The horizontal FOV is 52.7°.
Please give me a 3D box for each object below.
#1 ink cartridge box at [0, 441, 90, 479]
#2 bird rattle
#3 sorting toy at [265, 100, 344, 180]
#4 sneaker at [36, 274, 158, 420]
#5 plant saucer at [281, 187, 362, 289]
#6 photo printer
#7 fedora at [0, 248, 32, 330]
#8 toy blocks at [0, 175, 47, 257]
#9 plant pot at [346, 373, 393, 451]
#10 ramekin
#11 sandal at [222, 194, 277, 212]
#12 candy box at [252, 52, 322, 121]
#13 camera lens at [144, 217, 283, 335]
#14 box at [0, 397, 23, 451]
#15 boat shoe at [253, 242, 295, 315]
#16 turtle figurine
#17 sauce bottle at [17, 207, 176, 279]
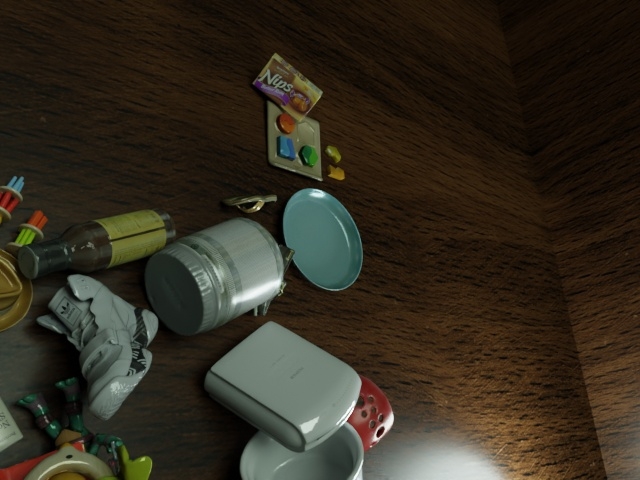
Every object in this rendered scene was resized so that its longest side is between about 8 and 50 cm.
[{"bbox_3d":[-0.520,0.509,0.991,0.385,0.091,0.308,-14,66,-29],"label":"ink cartridge box"},{"bbox_3d":[-0.399,0.449,1.057,0.207,0.143,0.253,34,52,3],"label":"bird rattle"},{"bbox_3d":[-0.040,-0.300,2.023,0.307,0.041,0.229,14,62,-41],"label":"sorting toy"},{"bbox_3d":[-0.438,0.191,1.236,0.210,0.137,0.366,37,9,-16],"label":"sneaker"},{"bbox_3d":[0.000,0.000,1.919,0.318,0.044,0.317,22,56,-37],"label":"plant saucer"},{"bbox_3d":[-0.075,0.340,1.509,0.307,0.107,0.256,27,37,24],"label":"photo printer"},{"bbox_3d":[-0.631,0.081,1.217,0.194,0.079,0.194,22,57,-38],"label":"fedora"},{"bbox_3d":[-0.613,-0.052,1.317,0.123,0.054,0.148,36,49,-27],"label":"toy blocks"},{"bbox_3d":[0.063,0.464,1.659,0.174,0.191,0.191,-33,96,-39],"label":"plant pot"},{"bbox_3d":[-0.034,0.531,1.459,0.277,0.277,0.135,-42,131,-47],"label":"ramekin"},{"bbox_3d":[-0.188,-0.100,1.770,0.180,0.072,0.049,-7,97,-51],"label":"sandal"},{"bbox_3d":[-0.099,-0.463,1.961,0.187,0.109,0.053,38,28,-13],"label":"candy box"},{"bbox_3d":[-0.238,0.078,1.508,0.274,0.219,0.219,-26,90,-48],"label":"camera lens"},{"bbox_3d":[-0.640,0.257,1.112,0.113,0.094,0.275,-35,96,-48],"label":"box"},{"bbox_3d":[-0.122,0.103,1.705,0.069,0.081,0.227,15,53,0],"label":"boat shoe"},{"bbox_3d":[-0.468,0.385,1.207,0.175,0.118,0.234,-21,79,-24],"label":"turtle figurine"},{"bbox_3d":[-0.467,0.006,1.375,0.344,0.111,0.111,-17,84,-54],"label":"sauce bottle"}]
